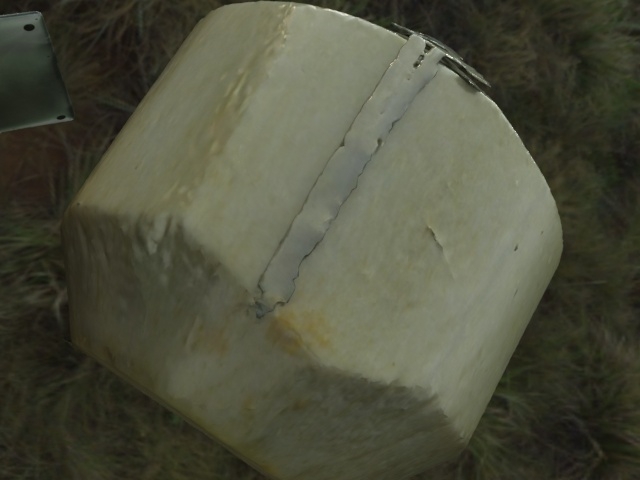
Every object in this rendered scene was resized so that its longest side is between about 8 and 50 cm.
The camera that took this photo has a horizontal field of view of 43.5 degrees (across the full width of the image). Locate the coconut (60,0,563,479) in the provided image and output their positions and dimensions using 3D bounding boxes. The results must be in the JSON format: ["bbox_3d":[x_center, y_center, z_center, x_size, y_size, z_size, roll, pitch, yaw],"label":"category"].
[{"bbox_3d":[0.000,0.000,0.534,0.322,0.323,0.323,7,80,-38],"label":"coconut"}]

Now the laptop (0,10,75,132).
[{"bbox_3d":[-0.448,-0.216,1.091,0.187,0.269,0.015,-11,71,-12],"label":"laptop"}]
